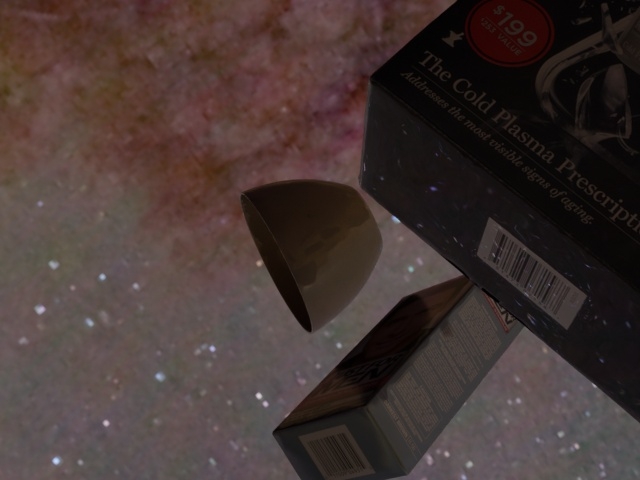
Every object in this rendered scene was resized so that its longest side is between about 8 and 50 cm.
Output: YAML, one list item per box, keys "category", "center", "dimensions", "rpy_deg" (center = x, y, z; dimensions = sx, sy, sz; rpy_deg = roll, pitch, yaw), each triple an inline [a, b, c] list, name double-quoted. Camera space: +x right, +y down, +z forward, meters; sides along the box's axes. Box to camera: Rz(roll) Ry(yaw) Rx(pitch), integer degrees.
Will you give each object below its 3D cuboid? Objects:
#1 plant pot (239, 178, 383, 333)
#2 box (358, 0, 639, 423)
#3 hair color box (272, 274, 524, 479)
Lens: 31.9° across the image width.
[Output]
- category: "plant pot"
  center: [0.000, 0.000, 2.031]
  dimensions: [0.191, 0.284, 0.284]
  rpy_deg: [-27, -154, -11]
- category: "box"
  center: [0.259, -0.079, 0.896]
  dimensions: [0.343, 0.179, 0.312]
  rpy_deg: [40, -111, 17]
- category: "hair color box"
  center: [0.119, 0.190, 1.573]
  dimensions: [0.185, 0.114, 0.374]
  rpy_deg: [-24, -169, 43]
